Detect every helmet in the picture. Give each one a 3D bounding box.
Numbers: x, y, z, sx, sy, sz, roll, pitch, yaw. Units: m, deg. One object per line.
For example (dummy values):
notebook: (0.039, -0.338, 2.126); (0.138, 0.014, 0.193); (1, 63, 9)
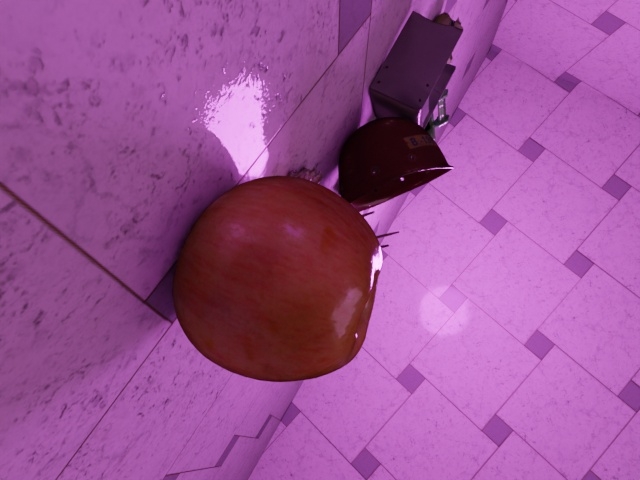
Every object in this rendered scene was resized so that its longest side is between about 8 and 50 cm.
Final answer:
helmet: (0.183, -0.244, 1.352); (0.384, 0.230, 0.337); (-15, 173, -38)

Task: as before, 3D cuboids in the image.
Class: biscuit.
biscuit: (-0.074, -0.070, 1.129); (0.239, 0.061, 0.108); (-65, 169, 18)

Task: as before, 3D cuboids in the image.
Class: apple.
apple: (-0.066, 0.073, 0.837); (0.392, 0.346, 0.392); (-58, 162, -30)

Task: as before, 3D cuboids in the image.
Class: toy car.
toy car: (0.333, -0.388, 1.657); (0.359, 0.176, 0.213); (-62, 152, -25)

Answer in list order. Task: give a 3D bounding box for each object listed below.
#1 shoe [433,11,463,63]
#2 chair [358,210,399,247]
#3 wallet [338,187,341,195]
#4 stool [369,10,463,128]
shoe: (0.410, -0.684, 1.614); (0.262, 0.128, 0.140); (-64, 153, -2)
chair: (0.155, -0.039, 1.887); (0.272, 0.167, 0.188); (-19, -168, 30)
wallet: (0.127, -0.242, 1.570); (0.205, 0.045, 0.142); (-62, 170, 4)
stool: (0.292, -0.497, 1.399); (0.270, 0.170, 0.243); (-62, 168, 0)
